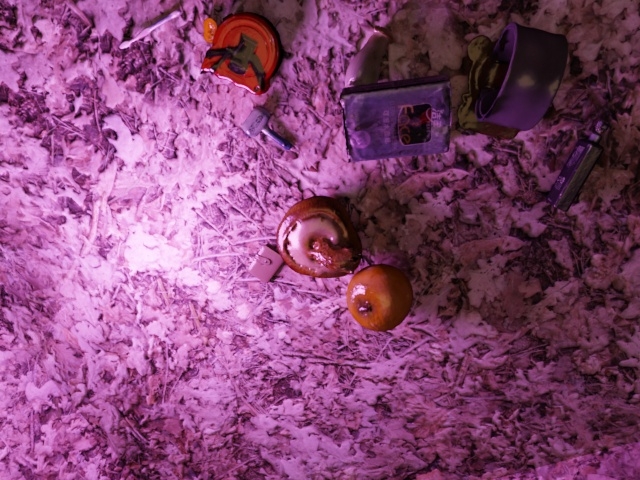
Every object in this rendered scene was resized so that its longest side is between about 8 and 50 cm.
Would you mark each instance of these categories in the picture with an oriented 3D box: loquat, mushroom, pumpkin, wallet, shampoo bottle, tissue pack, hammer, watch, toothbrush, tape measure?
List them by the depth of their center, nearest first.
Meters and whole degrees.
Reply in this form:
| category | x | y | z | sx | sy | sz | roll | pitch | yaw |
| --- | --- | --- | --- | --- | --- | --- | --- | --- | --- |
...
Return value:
| category | x | y | z | sx | sy | sz | roll | pitch | yaw |
| --- | --- | --- | --- | --- | --- | --- | --- | --- | --- |
| watch | 0.589 | -0.465 | 1.367 | 0.313 | 0.327 | 0.335 | 15 | 114 | 1 |
| mushroom | 0.157 | -0.600 | 1.504 | 0.116 | 0.093 | 0.225 | 13 | 105 | -18 |
| tissue pack | 0.255 | -0.411 | 1.521 | 0.361 | 0.122 | 0.259 | -4 | 129 | 7 |
| tape measure | -0.258 | -0.639 | 1.523 | 0.253 | 0.114 | 0.261 | 25 | 113 | -4 |
| shampoo bottle | 0.889 | -0.256 | 1.537 | 0.071 | 0.098 | 0.310 | 22 | 113 | 3 |
| pumpkin | -0.379 | -0.726 | 1.550 | 0.050 | 0.028 | 0.083 | 17 | 122 | -2 |
| toothbrush | -0.599 | -0.741 | 1.573 | 0.269 | 0.027 | 0.021 | -21 | 143 | 15 |
| hammer | -0.184 | -0.398 | 1.645 | 0.193 | 0.069 | 0.116 | 35 | 112 | -16 |
| mushroom | 0.000 | 0.000 | 1.671 | 0.345 | 0.260 | 0.346 | 2 | 112 | 6 |
| loquat | 0.228 | 0.217 | 1.737 | 0.262 | 0.263 | 0.263 | 3 | 112 | 6 |
| wallet | -0.225 | 0.097 | 1.862 | 0.118 | 0.039 | 0.153 | 33 | 114 | -9 |
